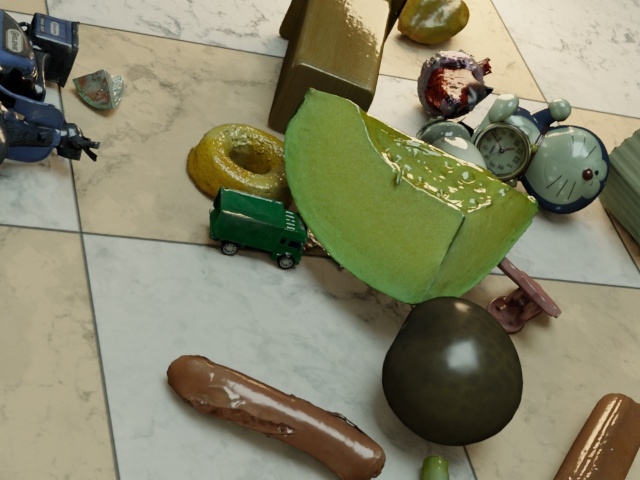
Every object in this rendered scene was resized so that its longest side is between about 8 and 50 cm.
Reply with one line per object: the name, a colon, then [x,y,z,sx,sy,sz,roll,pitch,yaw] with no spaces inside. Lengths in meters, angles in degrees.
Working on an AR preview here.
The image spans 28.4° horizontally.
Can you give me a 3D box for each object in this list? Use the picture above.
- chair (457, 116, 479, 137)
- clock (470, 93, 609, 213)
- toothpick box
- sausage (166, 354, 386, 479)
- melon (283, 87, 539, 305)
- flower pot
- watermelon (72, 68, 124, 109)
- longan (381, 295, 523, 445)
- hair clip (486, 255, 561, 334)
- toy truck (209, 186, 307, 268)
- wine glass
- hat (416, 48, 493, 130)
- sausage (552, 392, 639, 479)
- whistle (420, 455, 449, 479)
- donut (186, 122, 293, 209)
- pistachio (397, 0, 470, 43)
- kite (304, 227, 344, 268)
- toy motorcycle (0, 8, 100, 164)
chair: [0.253,-0.189,2.270,0.037,0.042,0.086,31,38,10]
clock: [0.388,-0.152,2.211,0.243,0.200,0.146,31,10,3]
toothpick box: [0.021,-0.314,2.171,0.190,0.187,0.308,21,43,-10]
sausage: [-0.055,0.224,1.605,0.304,0.078,0.078,26,38,-3]
melon: [0.113,-0.086,1.892,0.343,0.226,0.331,33,56,28]
flower pot: [0.634,-0.095,2.248,0.209,0.239,0.190,-27,60,-13]
watermelon: [-0.335,-0.246,1.972,0.085,0.061,0.085,10,49,-12]
longan: [0.177,0.179,1.704,0.198,0.198,0.212,18,36,-12]
hair clip: [0.327,0.080,1.965,0.138,0.102,0.123,-18,60,-42]
toy truck: [-0.090,-0.017,1.848,0.147,0.079,0.065,16,40,-18]
wine glass: [0.223,-0.106,2.103,0.111,0.111,0.204,10,38,-21]
hat: [0.241,-0.258,2.231,0.140,0.129,0.227,-5,19,5]
sausage: [0.386,0.308,1.758,0.086,0.086,0.289,35,40,9]
whistle: [0.147,0.351,1.592,0.104,0.057,0.198,21,40,-10]
donut: [-0.114,-0.116,1.955,0.178,0.065,0.162,19,40,-12]
pistachio: [0.233,-0.446,2.498,0.110,0.100,0.189,41,39,22]
kite: [0.000,0.000,1.940,0.122,0.004,0.090,41,40,16]
toy motorcycle: [-0.436,-0.215,1.831,0.212,0.125,0.359,13,39,-23]
